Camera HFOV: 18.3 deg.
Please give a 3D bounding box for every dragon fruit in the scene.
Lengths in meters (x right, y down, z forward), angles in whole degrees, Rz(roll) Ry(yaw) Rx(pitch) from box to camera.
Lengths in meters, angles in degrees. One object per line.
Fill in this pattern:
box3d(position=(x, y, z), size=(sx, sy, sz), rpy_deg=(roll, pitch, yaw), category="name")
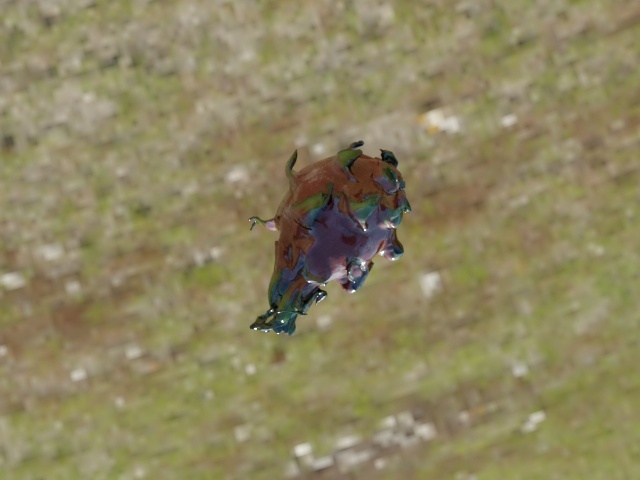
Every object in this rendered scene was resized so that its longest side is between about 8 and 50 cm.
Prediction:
box3d(position=(-0.002, -0.003, 2.102), size=(0.135, 0.137, 0.236), rpy_deg=(26, 112, -41), category="dragon fruit")
